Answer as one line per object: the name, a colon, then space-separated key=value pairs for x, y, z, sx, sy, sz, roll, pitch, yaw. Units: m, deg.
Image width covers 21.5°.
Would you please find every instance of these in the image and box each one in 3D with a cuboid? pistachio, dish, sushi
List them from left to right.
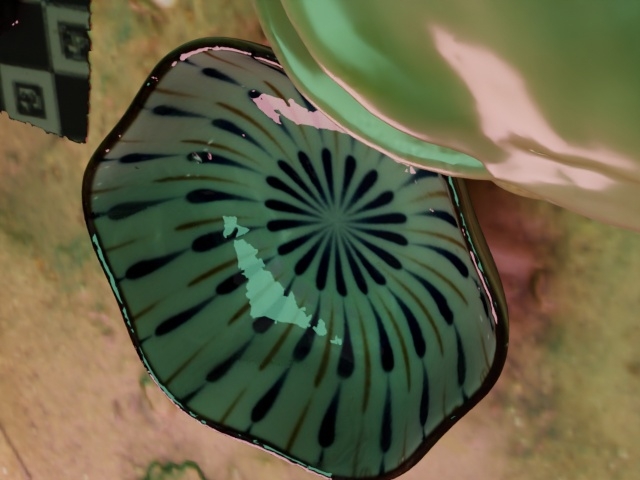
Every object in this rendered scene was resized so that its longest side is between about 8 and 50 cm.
sushi: x=-0.187 y=-0.123 z=0.754 sx=0.201 sy=0.031 sz=0.139 roll=19 pitch=122 yaw=25
dish: x=0.000 y=0.000 z=0.672 sx=0.191 sy=0.066 sz=0.190 roll=14 pitch=121 yaw=25
pistachio: x=0.069 y=-0.136 z=0.488 sx=0.318 sy=0.214 sz=0.193 roll=63 pitch=172 yaw=0
